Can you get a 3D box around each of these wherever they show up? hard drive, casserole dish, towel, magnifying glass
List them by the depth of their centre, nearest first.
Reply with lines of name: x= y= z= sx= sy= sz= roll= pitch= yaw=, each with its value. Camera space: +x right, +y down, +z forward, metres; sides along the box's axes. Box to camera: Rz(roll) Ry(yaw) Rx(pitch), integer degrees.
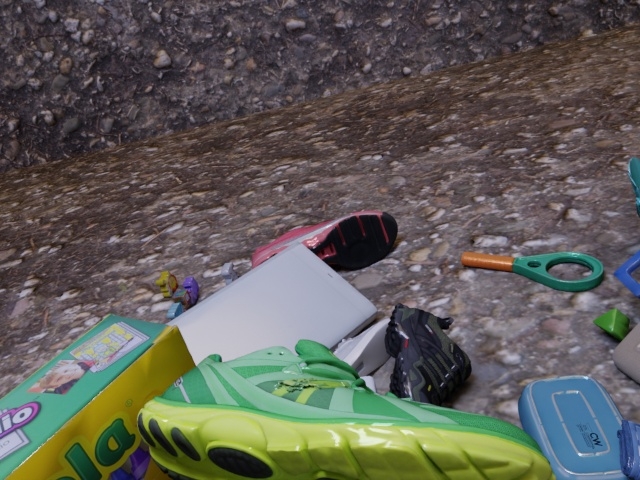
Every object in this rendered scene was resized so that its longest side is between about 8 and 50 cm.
towel: x=0.364 y=0.228 z=0.527 sx=0.120 sy=0.029 sz=0.067 roll=19 pitch=38 yaw=10
casserole dish: x=0.299 y=0.220 z=0.610 sx=0.114 sy=0.037 sz=0.188 roll=-10 pitch=29 yaw=9
hard drive: x=-0.085 y=0.139 z=0.854 sx=0.308 sy=0.040 sz=0.203 roll=-33 pitch=59 yaw=-31
magnifying glass: x=0.362 y=0.044 z=0.914 sx=0.231 sy=0.026 sz=0.092 roll=5 pitch=34 yaw=34

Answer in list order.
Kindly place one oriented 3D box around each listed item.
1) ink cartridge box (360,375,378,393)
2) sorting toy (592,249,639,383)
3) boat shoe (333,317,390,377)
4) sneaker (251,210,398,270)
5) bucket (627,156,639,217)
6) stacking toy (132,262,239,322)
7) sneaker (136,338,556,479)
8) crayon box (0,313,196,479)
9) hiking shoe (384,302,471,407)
ink cartridge box: x=0.017 y=0.296 z=0.404 sx=0.131 sy=0.226 sz=0.306 roll=-12 pitch=29 yaw=4
sorting toy: x=0.469 y=0.115 z=0.608 sx=0.196 sy=0.047 sz=0.347 roll=-54 pitch=18 yaw=6
boat shoe: x=0.046 y=0.176 z=0.790 sx=0.063 sy=0.066 sz=0.184 roll=18 pitch=51 yaw=44
sneaker: x=-0.001 y=0.000 z=1.070 sx=0.314 sy=0.115 sz=0.136 roll=-19 pitch=27 yaw=-9
bucket: x=0.614 y=-0.057 z=0.762 sx=0.281 sy=0.183 sz=0.281 roll=-21 pitch=18 yaw=7
stacking toy: x=-0.269 y=0.128 z=1.038 sx=0.167 sy=0.052 sz=0.221 roll=-8 pitch=30 yaw=15
sneaker: x=0.005 y=0.122 z=0.371 sx=0.296 sy=0.109 sz=0.123 roll=1 pitch=35 yaw=26
crayon box: x=-0.214 y=0.293 z=0.423 sx=0.106 sy=0.313 sz=0.363 roll=5 pitch=34 yaw=33
hiking shoe: x=0.151 y=0.178 z=0.696 sx=0.114 sy=0.086 sz=0.226 roll=6 pitch=45 yaw=-4
